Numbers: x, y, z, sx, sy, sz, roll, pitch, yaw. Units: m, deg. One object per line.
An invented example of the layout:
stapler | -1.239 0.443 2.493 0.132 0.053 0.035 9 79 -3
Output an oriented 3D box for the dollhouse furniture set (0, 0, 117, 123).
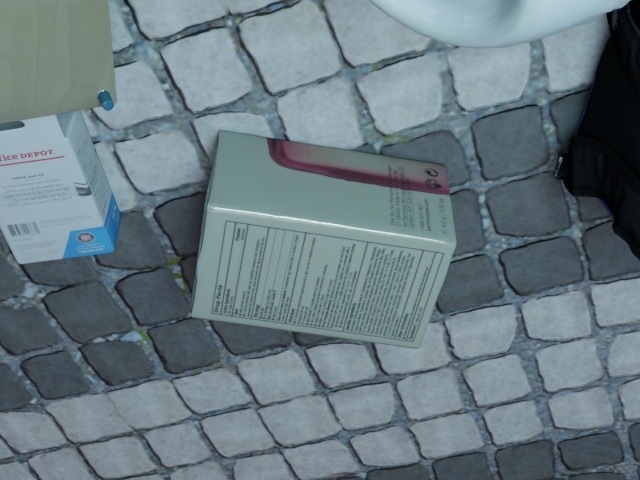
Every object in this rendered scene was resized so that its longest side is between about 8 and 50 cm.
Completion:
dollhouse furniture set | -0.310 -0.175 0.874 0.303 0.198 0.286 -14 134 -17

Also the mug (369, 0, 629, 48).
mug | 0.117 -0.281 0.607 0.328 0.374 0.276 -49 119 -17

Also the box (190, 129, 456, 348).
box | 0.000 0.000 1.002 0.232 0.126 0.148 9 130 -6

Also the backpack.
backpack | 0.325 -0.089 0.829 0.213 0.263 0.276 1 130 0

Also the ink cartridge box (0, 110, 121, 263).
ink cartridge box | -0.270 -0.067 0.994 0.104 0.060 0.180 -7 130 7
